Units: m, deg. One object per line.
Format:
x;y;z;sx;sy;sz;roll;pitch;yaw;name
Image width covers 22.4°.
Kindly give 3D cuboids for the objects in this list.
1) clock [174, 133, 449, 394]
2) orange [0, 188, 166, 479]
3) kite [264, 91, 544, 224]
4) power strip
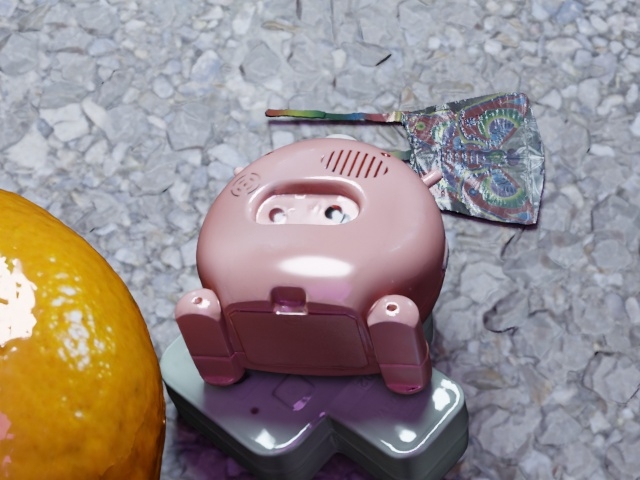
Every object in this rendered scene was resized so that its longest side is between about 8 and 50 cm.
0.000;0.000;1.437;0.227;0.142;0.241;2;52;13;clock
-0.331;0.156;1.359;0.424;0.326;0.424;-5;60;9;orange
0.085;-0.087;1.640;0.285;0.015;0.152;2;65;-3;kite
0.019;0.135;1.501;0.261;0.141;0.229;34;69;27;power strip
